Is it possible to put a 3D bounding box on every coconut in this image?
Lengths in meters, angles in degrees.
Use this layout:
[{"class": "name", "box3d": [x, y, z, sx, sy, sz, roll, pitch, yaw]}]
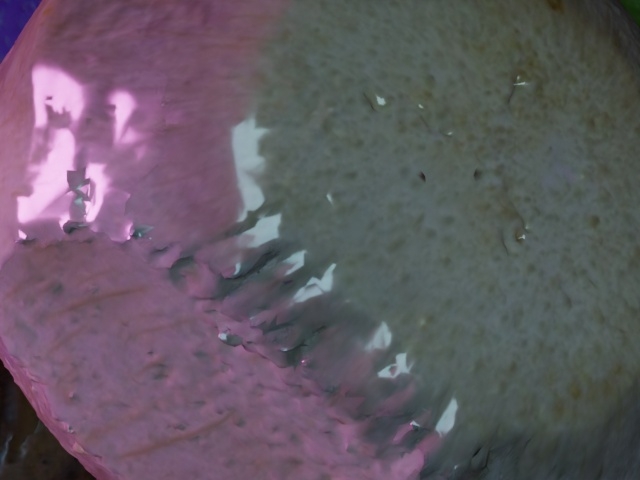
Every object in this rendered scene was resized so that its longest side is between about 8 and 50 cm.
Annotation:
[{"class": "coconut", "box3d": [0.000, 0.000, 0.726, 0.344, 0.415, 0.415, -37, 83, -20]}]

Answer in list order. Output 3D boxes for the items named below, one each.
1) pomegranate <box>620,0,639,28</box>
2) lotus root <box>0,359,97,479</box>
[{"class": "pomegranate", "box3d": [0.243, -0.184, 0.767, 0.309, 0.216, 0.359, -29, 86, 5]}, {"class": "lotus root", "box3d": [-0.236, 0.110, 0.872, 0.272, 0.192, 0.272, -1, 88, 16]}]
